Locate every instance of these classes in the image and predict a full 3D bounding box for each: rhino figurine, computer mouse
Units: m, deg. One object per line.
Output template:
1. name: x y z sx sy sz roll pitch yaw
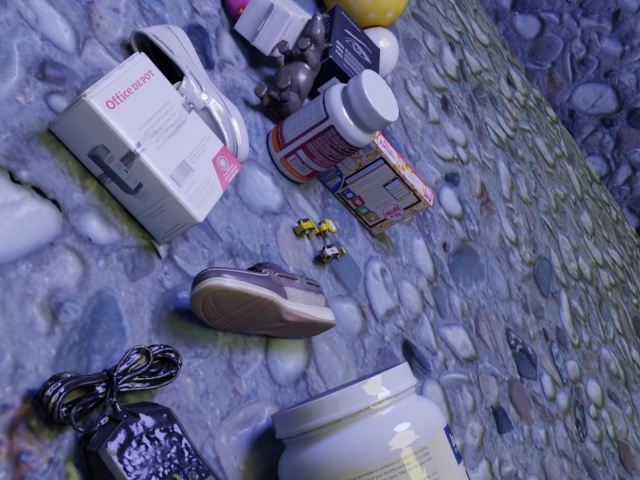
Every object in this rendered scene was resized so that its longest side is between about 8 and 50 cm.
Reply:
1. rhino figurine: -0.038 -0.333 1.304 0.243 0.073 0.106 -64 155 -19
2. computer mouse: -0.185 0.256 0.768 0.188 0.072 0.272 -13 65 -54

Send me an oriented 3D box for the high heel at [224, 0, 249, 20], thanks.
1. high heel: -0.125 -0.531 1.366 0.082 0.117 0.244 38 40 -32

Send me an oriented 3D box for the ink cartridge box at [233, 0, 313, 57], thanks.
1. ink cartridge box: -0.086 -0.412 1.318 0.090 0.092 0.143 41 23 13

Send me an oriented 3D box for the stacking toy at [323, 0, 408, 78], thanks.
1. stacking toy: 0.113 -0.620 1.645 0.350 0.350 0.480 -12 92 -56

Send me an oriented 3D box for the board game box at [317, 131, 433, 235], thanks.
1. board game box: 0.102 -0.111 1.340 0.193 0.146 0.045 45 37 -24

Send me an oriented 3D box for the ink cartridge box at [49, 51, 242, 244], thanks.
1. ink cartridge box: -0.233 -0.128 0.954 0.218 0.092 0.159 51 35 -19

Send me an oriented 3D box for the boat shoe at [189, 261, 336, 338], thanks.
1. boat shoe: -0.082 0.078 1.004 0.285 0.102 0.092 21 45 -49

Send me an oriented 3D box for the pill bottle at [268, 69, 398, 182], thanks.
1. pill bottle: 0.022 -0.201 1.228 0.121 0.221 0.121 32 43 -37

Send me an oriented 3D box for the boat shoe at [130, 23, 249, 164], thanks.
1. boat shoe: -0.208 -0.217 1.066 0.258 0.095 0.084 55 37 9

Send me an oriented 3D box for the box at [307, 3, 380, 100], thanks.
1. box: 0.040 -0.374 1.481 0.153 0.108 0.207 39 39 -30

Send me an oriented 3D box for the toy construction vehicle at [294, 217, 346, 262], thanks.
1. toy construction vehicle: 0.000 0.000 1.231 0.086 0.035 0.098 56 29 12

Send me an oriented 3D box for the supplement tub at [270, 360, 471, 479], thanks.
1. supplement tub: 0.084 0.345 0.901 0.235 0.235 0.325 -7 73 -55
